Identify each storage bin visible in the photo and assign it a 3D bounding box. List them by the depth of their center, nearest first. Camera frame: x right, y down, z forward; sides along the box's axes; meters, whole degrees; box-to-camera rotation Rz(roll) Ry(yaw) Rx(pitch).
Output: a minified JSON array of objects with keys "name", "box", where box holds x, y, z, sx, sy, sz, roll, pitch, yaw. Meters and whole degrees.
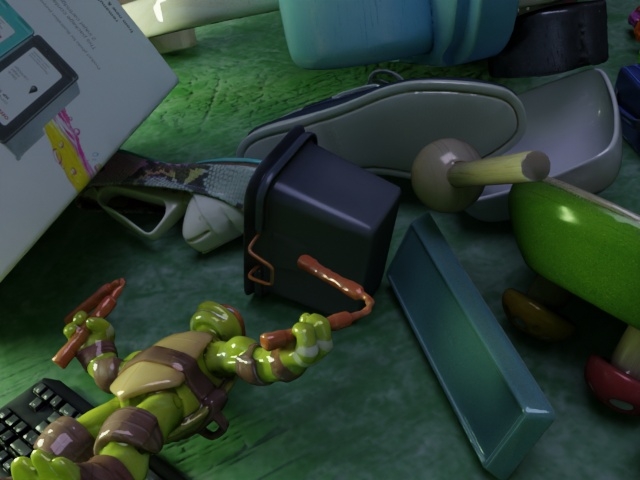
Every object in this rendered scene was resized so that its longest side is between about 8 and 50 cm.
[{"name":"storage bin","box":[0.000,0.000,0.532,0.091,0.135,0.098,24,49,16]}]

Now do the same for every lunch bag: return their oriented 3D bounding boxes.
[{"name":"lunch bag","box":[0.312,-0.125,0.672,0.065,0.067,0.098,-10,41,-6]}]

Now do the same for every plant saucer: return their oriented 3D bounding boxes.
[{"name":"plant saucer","box":[0.091,0.063,0.492,0.018,0.067,0.192,4,38,-25]}]

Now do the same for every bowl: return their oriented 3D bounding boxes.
[{"name":"bowl","box":[0.187,-0.073,0.614,0.142,0.053,0.142,-19,33,30]}]

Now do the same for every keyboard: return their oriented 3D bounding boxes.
[{"name":"keyboard","box":[-0.159,0.159,0.450,0.180,0.023,0.108,25,51,31]}]

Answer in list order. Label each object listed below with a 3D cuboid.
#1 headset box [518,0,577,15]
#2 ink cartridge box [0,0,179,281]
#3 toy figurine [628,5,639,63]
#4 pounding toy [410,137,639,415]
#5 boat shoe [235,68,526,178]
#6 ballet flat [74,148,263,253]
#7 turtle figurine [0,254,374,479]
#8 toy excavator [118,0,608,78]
[{"name":"headset box","box":[0.194,-0.384,0.857,0.293,0.218,0.110,2,41,10]},{"name":"ink cartridge box","box":[-0.293,-0.097,0.567,0.198,0.197,0.270,-18,32,37]},{"name":"toy figurine","box":[0.399,-0.248,0.791,0.173,0.130,0.159,-28,27,11]},{"name":"pounding toy","box":[0.166,0.032,0.479,0.237,0.110,0.183,27,6,-15]},{"name":"boat shoe","box":[0.051,-0.095,0.636,0.255,0.095,0.079,-13,26,24]},{"name":"ballet flat","box":[-0.120,-0.033,0.628,0.222,0.077,0.079,9,63,23]},{"name":"turtle figurine","box":[-0.112,0.095,0.447,0.270,0.087,0.217,-3,22,30]},{"name":"toy excavator","box":[-0.013,-0.259,0.720,0.445,0.222,0.433,-14,19,-13]}]
